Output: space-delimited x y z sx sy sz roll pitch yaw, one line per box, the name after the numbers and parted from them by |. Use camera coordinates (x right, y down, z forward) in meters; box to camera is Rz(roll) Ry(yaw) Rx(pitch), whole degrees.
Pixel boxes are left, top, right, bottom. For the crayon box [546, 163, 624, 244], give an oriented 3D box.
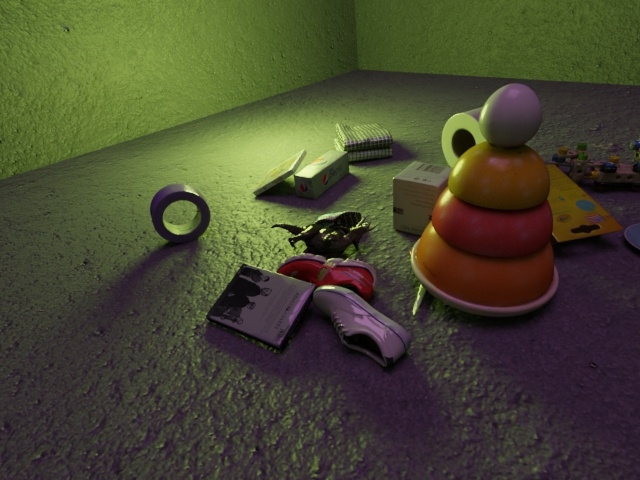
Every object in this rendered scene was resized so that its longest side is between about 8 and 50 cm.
0.686 -0.095 1.194 0.202 0.081 0.319 -10 44 -5 | crayon box

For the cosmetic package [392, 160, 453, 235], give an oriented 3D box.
0.327 -0.129 1.262 0.151 0.184 0.151 17 39 34 | cosmetic package

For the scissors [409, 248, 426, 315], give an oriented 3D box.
0.293 0.096 1.066 0.109 0.021 0.297 1 32 11 | scissors

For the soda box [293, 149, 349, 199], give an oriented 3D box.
0.011 -0.275 1.643 0.091 0.098 0.286 14 38 30 | soda box

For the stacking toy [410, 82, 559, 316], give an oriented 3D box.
0.399 -0.099 0.906 0.350 0.480 0.351 -2 35 1 | stacking toy

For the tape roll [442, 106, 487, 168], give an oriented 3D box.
0.616 -0.386 1.555 0.169 0.246 0.246 -20 34 -20 | tape roll

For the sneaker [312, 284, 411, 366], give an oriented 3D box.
0.071 0.183 0.894 0.258 0.094 0.091 25 41 33 | sneaker

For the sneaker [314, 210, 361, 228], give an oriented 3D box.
0.057 -0.077 1.353 0.162 0.063 0.073 -8 29 -1 | sneaker

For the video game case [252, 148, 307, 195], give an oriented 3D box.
-0.167 -0.287 1.680 0.206 0.026 0.227 -26 24 27 | video game case

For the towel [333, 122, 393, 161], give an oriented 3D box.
0.196 -0.477 1.903 0.235 0.121 0.284 -9 32 -5 | towel

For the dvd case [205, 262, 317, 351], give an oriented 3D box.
-0.148 0.157 1.004 0.238 0.030 0.179 14 56 30 | dvd case

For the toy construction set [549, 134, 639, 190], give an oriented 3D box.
1.002 -0.269 1.396 0.327 0.151 0.215 -10 30 16 | toy construction set

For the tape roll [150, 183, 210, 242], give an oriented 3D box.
-0.477 -0.093 1.368 0.189 0.189 0.080 -19 35 -18 | tape roll

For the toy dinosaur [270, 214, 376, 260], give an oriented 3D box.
0.000 0.000 1.223 0.313 0.121 0.160 3 21 24 | toy dinosaur

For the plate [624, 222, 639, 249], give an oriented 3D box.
0.923 0.008 1.073 0.188 0.024 0.188 -5 32 3 | plate

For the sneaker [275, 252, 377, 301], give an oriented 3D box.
0.004 0.108 1.040 0.279 0.107 0.118 -1 46 18 | sneaker
